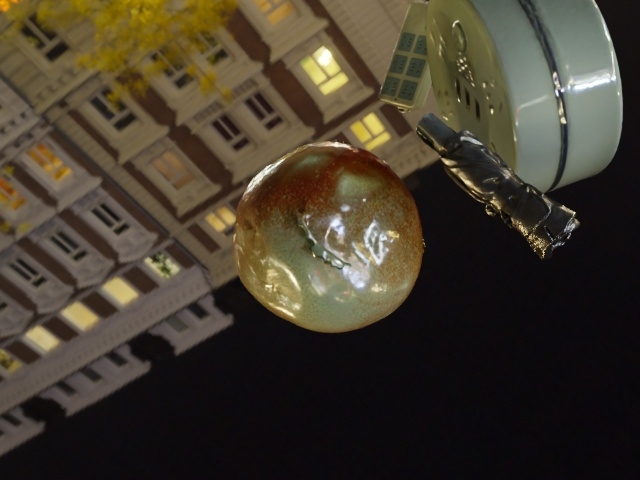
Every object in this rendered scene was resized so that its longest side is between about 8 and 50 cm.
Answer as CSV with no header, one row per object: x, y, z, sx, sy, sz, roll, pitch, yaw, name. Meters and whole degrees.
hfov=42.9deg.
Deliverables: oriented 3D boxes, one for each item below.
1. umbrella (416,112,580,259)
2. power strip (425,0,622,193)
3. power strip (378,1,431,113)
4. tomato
0.211,-0.077,1.004,0.066,0.059,0.236,-44,-105,-6,umbrella
0.284,-0.219,1.197,0.162,0.357,0.357,-18,-147,-5,power strip
0.162,-0.309,1.369,0.081,0.035,0.192,24,-82,41,power strip
0.000,0.000,1.274,0.304,0.303,0.239,-9,-157,41,tomato
